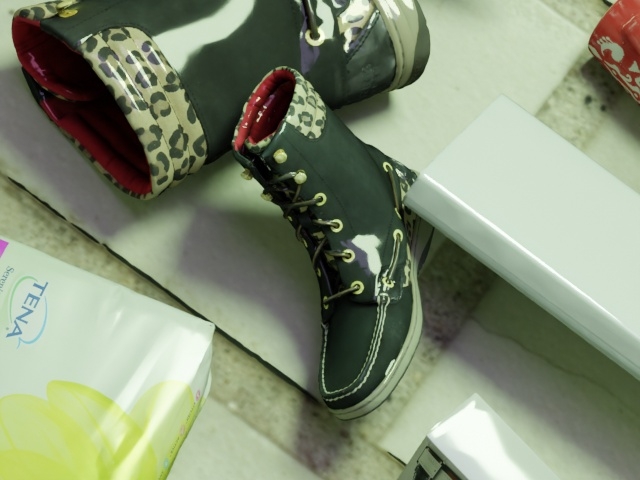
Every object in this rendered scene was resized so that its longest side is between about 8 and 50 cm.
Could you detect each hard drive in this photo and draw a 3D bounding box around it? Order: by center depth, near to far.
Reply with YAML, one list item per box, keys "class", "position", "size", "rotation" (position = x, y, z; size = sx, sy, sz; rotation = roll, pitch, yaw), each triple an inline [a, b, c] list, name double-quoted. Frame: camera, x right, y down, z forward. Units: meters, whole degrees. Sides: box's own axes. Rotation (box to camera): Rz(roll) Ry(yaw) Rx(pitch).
- class: "hard drive"
  position: [0.228, 0.016, 1.562]
  size: [0.307, 0.040, 0.203]
  rotation: [37, 32, 6]

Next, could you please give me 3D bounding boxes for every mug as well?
- class: "mug"
  position: [0.317, -0.145, 1.668]
  size: [0.113, 0.150, 0.169]
  rotation: [-39, 71, -11]

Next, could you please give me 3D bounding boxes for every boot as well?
- class: "boot"
  position: [-0.001, 0.000, 1.488]
  size: [0.178, 0.085, 0.236]
  rotation: [42, 45, -31]
- class: "boot"
  position: [-0.124, -0.223, 1.604]
  size: [0.284, 0.138, 0.377]
  rotation: [-32, 78, -27]

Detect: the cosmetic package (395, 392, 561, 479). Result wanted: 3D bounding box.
- class: "cosmetic package"
  position: [0.163, 0.230, 1.440]
  size: [0.060, 0.099, 0.239]
  rotation: [-38, 75, -26]

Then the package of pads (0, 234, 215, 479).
- class: "package of pads"
  position: [-0.220, 0.148, 1.383]
  size: [0.229, 0.101, 0.296]
  rotation: [23, 59, -1]
